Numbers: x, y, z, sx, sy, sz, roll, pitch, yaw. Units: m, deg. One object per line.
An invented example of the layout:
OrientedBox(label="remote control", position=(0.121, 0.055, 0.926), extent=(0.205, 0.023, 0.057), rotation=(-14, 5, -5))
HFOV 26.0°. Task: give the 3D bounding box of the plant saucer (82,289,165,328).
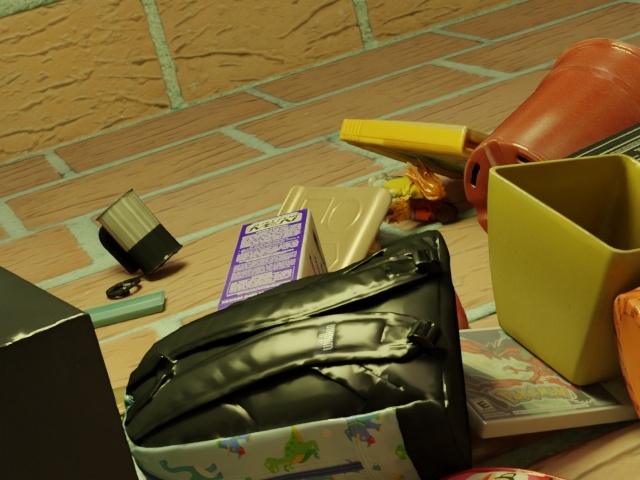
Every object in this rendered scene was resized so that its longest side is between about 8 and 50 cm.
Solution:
OrientedBox(label="plant saucer", position=(-0.340, 0.119, 2.218), extent=(0.192, 0.018, 0.067), rotation=(-13, 17, 1))

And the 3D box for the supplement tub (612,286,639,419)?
OrientedBox(label="supplement tub", position=(0.475, 0.086, 1.361), extent=(0.338, 0.207, 0.207), rotation=(-16, 17, -3))

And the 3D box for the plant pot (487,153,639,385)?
OrientedBox(label="plant pot", position=(0.308, 0.037, 1.530), extent=(0.212, 0.187, 0.212), rotation=(-8, 31, -33))

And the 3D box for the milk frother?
OrientedBox(label="milk frother", position=(-0.332, 0.010, 2.350), extent=(0.129, 0.135, 0.143), rotation=(-41, 2, 26))

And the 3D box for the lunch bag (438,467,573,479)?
OrientedBox(label="lunch bag", position=(0.110, 0.297, 1.141), extent=(0.258, 0.120, 0.293), rotation=(1, 24, 42))

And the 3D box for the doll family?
OrientedBox(label="doll family", position=(0.109, -0.058, 2.238), extent=(0.263, 0.118, 0.163), rotation=(-25, 21, -32))

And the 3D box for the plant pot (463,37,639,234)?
OrientedBox(label="plant pot", position=(0.365, -0.116, 2.021), extent=(0.265, 0.272, 0.272), rotation=(-36, 27, -33))

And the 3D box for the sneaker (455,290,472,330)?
OrientedBox(label="sneaker", position=(0.112, 0.130, 1.630), extent=(0.116, 0.136, 0.314), rotation=(-11, 18, 14))

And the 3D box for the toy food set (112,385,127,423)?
OrientedBox(label="toy food set", position=(-0.276, 0.227, 1.817), extent=(0.192, 0.038, 0.132), rotation=(-14, 10, 18))

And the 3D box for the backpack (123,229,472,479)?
OrientedBox(label="backpack", position=(-0.028, 0.168, 1.415), extent=(0.356, 0.273, 0.290), rotation=(-8, 38, 6))

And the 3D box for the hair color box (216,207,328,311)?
OrientedBox(label="hair color box", position=(-0.044, 0.102, 1.757), extent=(0.110, 0.185, 0.339), rotation=(-13, 17, 8))

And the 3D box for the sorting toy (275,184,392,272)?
OrientedBox(label="sorting toy", position=(0.000, 0.000, 2.165), extent=(0.208, 0.038, 0.193), rotation=(6, 61, 43))

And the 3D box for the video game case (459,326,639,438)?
OrientedBox(label="video game case", position=(0.219, 0.147, 1.512), extent=(0.201, 0.023, 0.183), rotation=(-4, 28, -24))

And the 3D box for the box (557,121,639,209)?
OrientedBox(label="box", position=(0.457, -0.029, 1.768), extent=(0.296, 0.182, 0.294), rotation=(-24, 21, -32))

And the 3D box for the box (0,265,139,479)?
OrientedBox(label="box", position=(-0.307, 0.224, 1.331), extent=(0.179, 0.343, 0.312), rotation=(-22, 20, -25))

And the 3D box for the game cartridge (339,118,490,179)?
OrientedBox(label="game cartridge", position=(0.226, -0.138, 2.282), extent=(0.285, 0.052, 0.324), rotation=(16, -4, -36))
